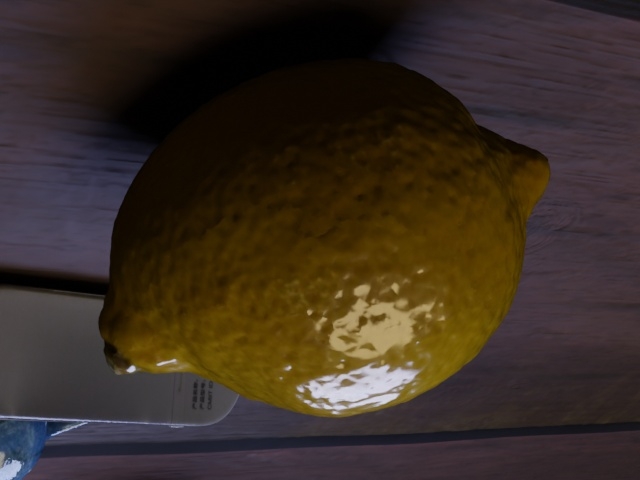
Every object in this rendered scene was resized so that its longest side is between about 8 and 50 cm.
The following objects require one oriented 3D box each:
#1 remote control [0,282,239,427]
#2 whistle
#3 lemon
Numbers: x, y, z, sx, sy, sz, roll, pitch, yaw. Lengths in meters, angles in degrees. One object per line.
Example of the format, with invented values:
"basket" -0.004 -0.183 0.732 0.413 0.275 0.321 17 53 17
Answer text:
"remote control" -0.128 0.070 1.108 0.022 0.077 0.245 3 176 38
"whistle" -0.182 0.101 1.107 0.158 0.090 0.090 -20 155 -12
"lemon" 0.000 0.000 0.960 0.244 0.187 0.187 -20 156 2
